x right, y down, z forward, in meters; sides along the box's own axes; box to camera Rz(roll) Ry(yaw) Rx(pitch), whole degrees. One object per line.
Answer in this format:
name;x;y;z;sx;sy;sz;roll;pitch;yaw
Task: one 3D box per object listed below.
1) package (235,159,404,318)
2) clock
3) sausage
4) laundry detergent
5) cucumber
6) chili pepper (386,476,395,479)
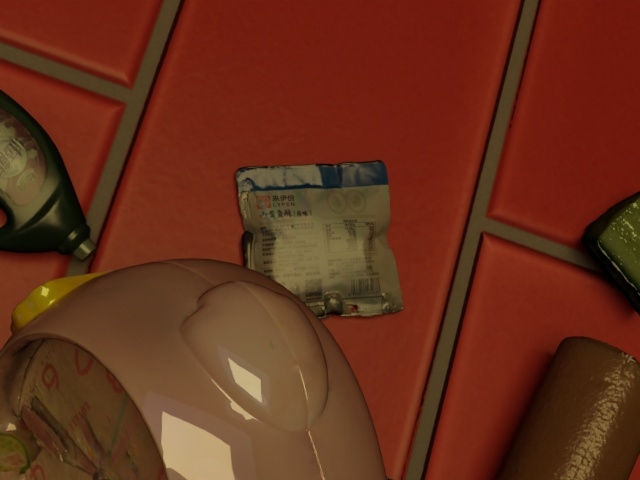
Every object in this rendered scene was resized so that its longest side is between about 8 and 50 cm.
package;0.000;0.000;1.137;0.171;0.027;0.173;-4;78;-12
clock;-0.090;0.212;0.895;0.250;0.368;0.377;-12;60;-47
sausage;0.254;0.236;1.101;0.123;0.123;0.253;33;72;-6
laundry detergent;-0.311;-0.051;1.048;0.211;0.063;0.137;46;75;-4
cucumber;0.362;0.015;1.211;0.116;0.062;0.115;-40;92;-26
chili pepper;-0.008;0.347;1.020;0.136;0.099;0.270;28;69;-19
